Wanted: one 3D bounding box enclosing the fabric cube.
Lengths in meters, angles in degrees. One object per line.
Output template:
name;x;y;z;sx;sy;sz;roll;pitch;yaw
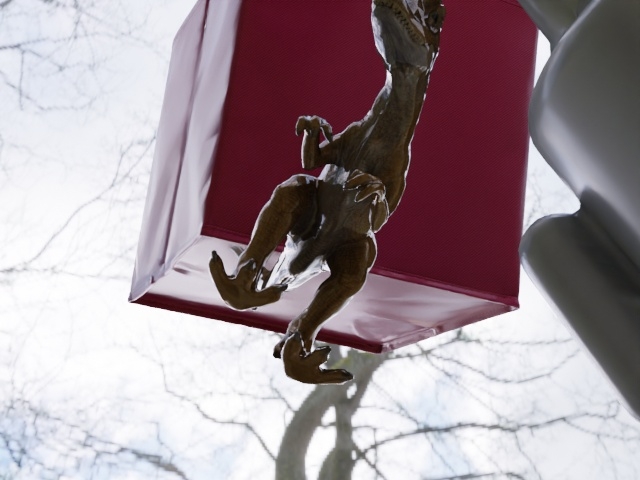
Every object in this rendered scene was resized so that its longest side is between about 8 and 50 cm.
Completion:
fabric cube;0.005;-0.067;0.850;0.254;0.258;0.259;13;-18;-20

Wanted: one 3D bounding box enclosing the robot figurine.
robot figurine;0.245;-0.039;0.498;0.300;0.353;0.199;-42;-21;19

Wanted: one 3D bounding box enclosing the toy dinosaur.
toy dinosaur;0.000;0.000;0.389;0.064;0.112;0.211;32;-41;-4
